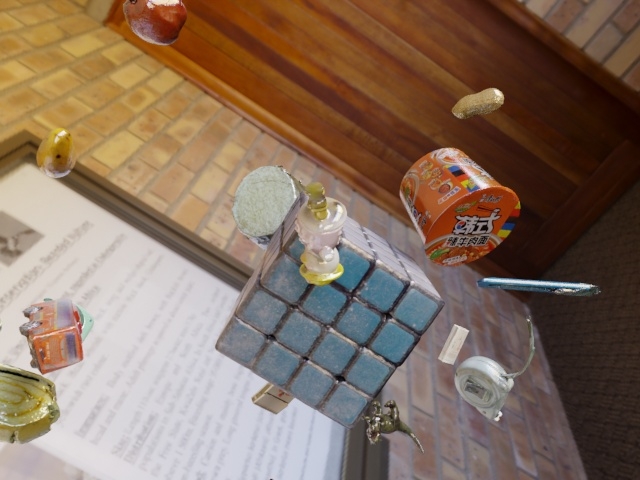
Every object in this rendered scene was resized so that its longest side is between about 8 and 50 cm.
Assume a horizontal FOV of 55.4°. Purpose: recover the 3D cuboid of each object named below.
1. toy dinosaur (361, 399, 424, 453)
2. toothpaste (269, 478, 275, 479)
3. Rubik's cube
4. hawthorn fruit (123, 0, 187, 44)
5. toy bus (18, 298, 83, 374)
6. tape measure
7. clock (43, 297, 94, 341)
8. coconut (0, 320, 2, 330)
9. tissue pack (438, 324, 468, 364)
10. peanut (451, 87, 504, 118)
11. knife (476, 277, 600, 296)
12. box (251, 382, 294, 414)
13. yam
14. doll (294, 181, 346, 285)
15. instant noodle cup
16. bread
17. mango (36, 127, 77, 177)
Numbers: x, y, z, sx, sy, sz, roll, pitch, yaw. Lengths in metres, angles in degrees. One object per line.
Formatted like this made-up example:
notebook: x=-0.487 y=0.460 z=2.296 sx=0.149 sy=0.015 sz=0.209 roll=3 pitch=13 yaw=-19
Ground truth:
toy dinosaur: x=0.179 y=0.528 z=1.647 sx=0.087 sy=0.179 sz=0.187 roll=-17 pitch=0 yaw=43
toothpaste: x=-0.071 y=0.671 z=1.556 sx=0.071 sy=0.193 sz=0.045 roll=-56 pitch=21 yaw=0
Rubik's cube: x=0.013 y=0.133 z=1.338 sx=0.337 sy=0.344 sz=0.344 roll=-58 pitch=8 yaw=10
hawthorn fruit: x=-0.539 y=-0.729 z=1.950 sx=0.185 sy=0.202 sz=0.185 roll=-10 pitch=72 yaw=33
toy bus: x=-0.381 y=0.132 z=0.872 sx=0.192 sy=0.077 sz=0.065 roll=-161 pitch=61 yaw=-65
tape measure: x=0.442 y=0.318 z=1.568 sx=0.084 sy=0.164 sz=0.330 roll=-41 pitch=-33 yaw=-45
clock: x=-0.630 y=0.194 z=1.501 sx=0.041 sy=0.135 sz=0.101 roll=-33 pitch=23 yaw=27
coconut: x=-0.845 y=0.214 z=1.535 sx=0.088 sy=0.096 sz=0.088 roll=-1 pitch=-90 yaw=-85
tissue pack: x=0.374 y=0.293 z=1.712 sx=0.023 sy=0.056 sz=0.108 roll=28 pitch=93 yaw=50
peanut: x=0.331 y=-0.286 z=1.285 sx=0.113 sy=0.054 sz=0.054 roll=-11 pitch=38 yaw=34
knife: x=0.473 y=0.102 z=1.312 sx=0.044 sy=0.296 sz=0.026 roll=119 pitch=153 yaw=-67
box: x=-0.085 y=0.390 z=1.669 sx=0.198 sy=0.109 sz=0.029 roll=-44 pitch=44 yaw=4
yam: x=-0.099 y=-0.050 z=1.704 sx=0.241 sy=0.241 sz=0.348 roll=-59 pitch=-24 yaw=-7
doll: x=0.000 y=0.000 z=0.984 sx=0.129 sy=0.081 sz=0.207 roll=-106 pitch=12 yaw=-46
instant noodle cup: x=0.320 y=-0.088 z=1.469 sx=0.250 sy=0.250 sz=0.192 roll=-53 pitch=43 yaw=26
bread: x=-0.462 y=0.240 z=0.894 sx=0.117 sy=0.156 sz=0.064 roll=-90 pitch=25 yaw=-63
mango: x=-0.681 y=-0.222 z=1.576 sx=0.178 sy=0.090 sz=0.115 roll=-16 pitch=51 yaw=68
